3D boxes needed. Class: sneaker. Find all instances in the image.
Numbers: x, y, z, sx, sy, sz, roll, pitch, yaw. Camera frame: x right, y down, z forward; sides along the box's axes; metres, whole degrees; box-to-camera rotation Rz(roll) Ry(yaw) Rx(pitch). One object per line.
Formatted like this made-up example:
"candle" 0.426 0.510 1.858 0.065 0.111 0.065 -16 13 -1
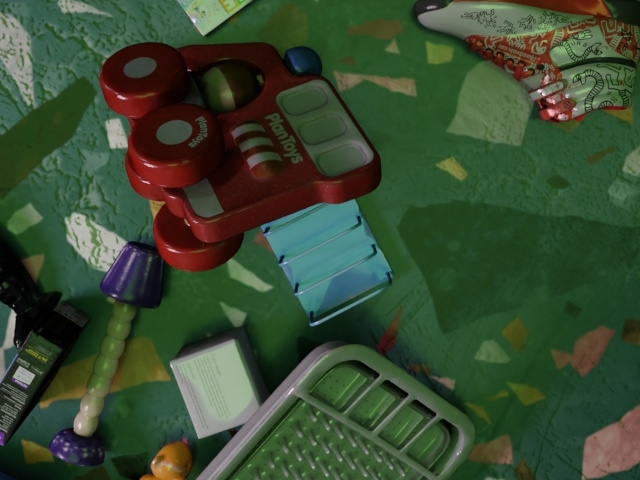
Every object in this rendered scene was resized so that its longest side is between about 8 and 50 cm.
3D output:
"sneaker" 0.242 -0.213 1.410 0.270 0.090 0.145 2 94 -2

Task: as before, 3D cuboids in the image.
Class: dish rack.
"dish rack" -0.004 0.276 1.429 0.333 0.072 0.285 -49 127 5

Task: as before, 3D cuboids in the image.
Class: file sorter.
"file sorter" 0.000 0.000 1.428 0.118 0.104 0.170 -27 95 3

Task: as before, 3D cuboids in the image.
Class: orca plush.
"orca plush" -0.456 0.021 1.434 0.151 0.102 0.287 -40 95 4

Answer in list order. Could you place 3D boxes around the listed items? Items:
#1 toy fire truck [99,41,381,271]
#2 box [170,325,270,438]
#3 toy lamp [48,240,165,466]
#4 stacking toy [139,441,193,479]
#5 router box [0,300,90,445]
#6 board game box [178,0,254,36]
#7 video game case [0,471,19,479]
"toy fire truck" -0.095 -0.123 1.352 0.254 0.302 0.169 -19 137 -11
"box" -0.119 0.168 1.449 0.087 0.102 0.101 -20 96 5
"toy lamp" -0.253 0.136 1.459 0.080 0.080 0.274 18 97 -2
"stacking toy" -0.234 0.383 1.460 0.166 0.175 0.301 16 78 37
"router box" -0.335 0.151 1.409 0.046 0.179 0.133 32 96 -5
"board game box" -0.107 -0.330 1.431 0.154 0.026 0.103 -36 95 4
"video game case" -0.483 0.377 1.462 0.269 0.061 0.244 21 95 15
